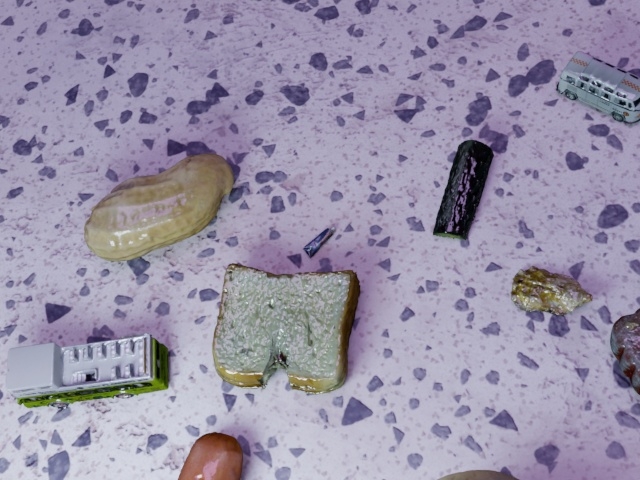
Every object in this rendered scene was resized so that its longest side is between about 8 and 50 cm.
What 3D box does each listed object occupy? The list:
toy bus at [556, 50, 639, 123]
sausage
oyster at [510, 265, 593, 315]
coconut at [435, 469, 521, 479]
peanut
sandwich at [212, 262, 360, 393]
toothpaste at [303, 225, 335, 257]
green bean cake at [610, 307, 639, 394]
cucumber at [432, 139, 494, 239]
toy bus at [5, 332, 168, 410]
[{"bbox_3d":[0.597,-0.323,1.959,0.194,0.089,0.087,32,74,23],"label":"toy bus"},{"bbox_3d":[-0.220,0.479,1.709,0.114,0.113,0.259,16,69,18],"label":"sausage"},{"bbox_3d":[0.437,0.102,1.810,0.122,0.045,0.146,-41,62,6],"label":"oyster"},{"bbox_3d":[0.270,0.504,1.540,0.260,0.259,0.259,-5,63,9],"label":"coconut"},{"bbox_3d":[-0.339,-0.065,1.986,0.340,0.158,0.174,-18,32,-3],"label":"peanut"},{"bbox_3d":[-0.071,0.175,1.841,0.274,0.095,0.248,3,68,12],"label":"sandwich"},{"bbox_3d":[0.000,0.000,1.956,0.083,0.019,0.027,-42,87,-10],"label":"toothpaste"},{"bbox_3d":[0.656,0.196,1.680,0.233,0.097,0.198,-28,60,-3],"label":"green bean cake"},{"bbox_3d":[0.292,-0.104,1.924,0.078,0.062,0.211,14,67,17],"label":"cucumber"},{"bbox_3d":[-0.461,0.256,1.851,0.302,0.139,0.113,-9,65,5],"label":"toy bus"}]
